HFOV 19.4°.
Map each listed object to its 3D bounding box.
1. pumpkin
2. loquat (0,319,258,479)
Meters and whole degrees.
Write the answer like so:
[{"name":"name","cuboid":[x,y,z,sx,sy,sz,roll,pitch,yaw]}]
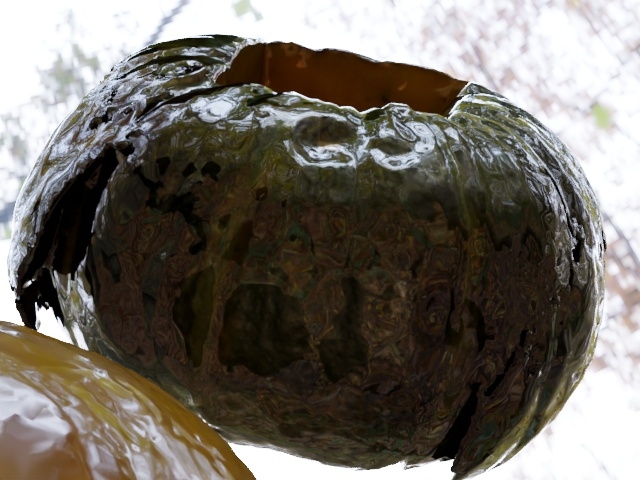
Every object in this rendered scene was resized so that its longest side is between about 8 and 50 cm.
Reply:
[{"name":"pumpkin","cuboid":[0.000,0.000,0.998,0.320,0.320,0.192,7,-76,-22]},{"name":"loquat","cuboid":[-0.151,0.179,0.634,0.328,0.328,0.328,-9,-51,-11]}]
